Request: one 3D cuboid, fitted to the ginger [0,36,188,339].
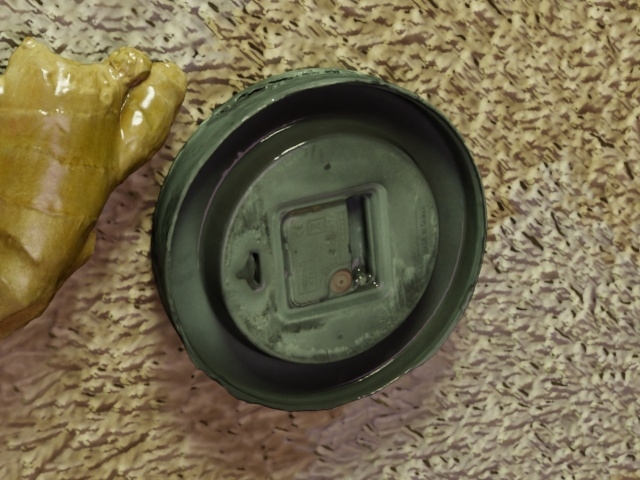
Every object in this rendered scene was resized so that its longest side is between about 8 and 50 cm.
[{"bbox_3d":[-0.164,-0.036,0.963,0.205,0.081,0.115,-57,153,-5],"label":"ginger"}]

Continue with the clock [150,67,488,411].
[{"bbox_3d":[0.000,0.000,1.073,0.226,0.049,0.226,-8,112,-21],"label":"clock"}]
